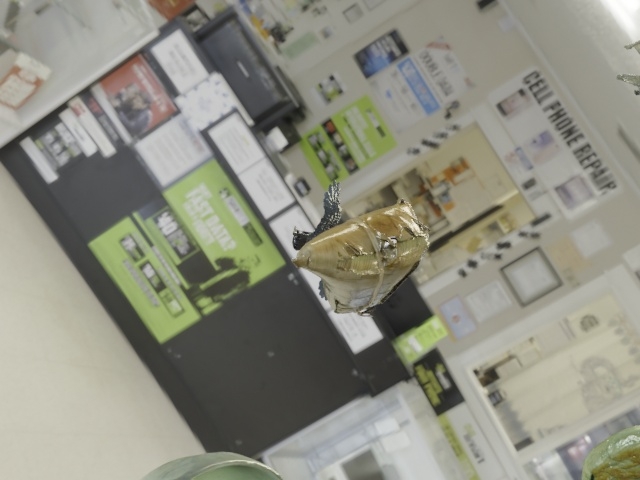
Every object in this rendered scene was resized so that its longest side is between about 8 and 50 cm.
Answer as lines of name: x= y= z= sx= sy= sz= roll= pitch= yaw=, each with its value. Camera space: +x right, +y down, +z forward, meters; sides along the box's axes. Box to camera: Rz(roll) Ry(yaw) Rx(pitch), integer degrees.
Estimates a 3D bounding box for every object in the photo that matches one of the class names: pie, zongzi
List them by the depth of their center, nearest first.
zongzi: x=0.022 y=0.040 z=1.010 sx=0.099 sy=0.197 sz=0.194 roll=60 pitch=-34 yaw=21
pie: x=0.469 y=0.342 z=1.167 sx=0.187 sy=0.187 sz=0.041 roll=53 pitch=19 yaw=-24

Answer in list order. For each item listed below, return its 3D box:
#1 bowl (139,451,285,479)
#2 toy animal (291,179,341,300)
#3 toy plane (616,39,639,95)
bowl: x=-0.186 y=0.442 z=1.135 sx=0.163 sy=0.307 sz=0.307 roll=4 pitch=-39 yaw=49
toy animal: x=0.000 y=0.000 z=1.437 sx=0.062 sy=0.108 sz=0.220 roll=-141 pitch=-123 yaw=-79
toy plane: x=0.539 y=-0.243 z=1.107 sx=0.192 sy=0.088 sz=0.262 roll=27 pitch=-14 yaw=-18
